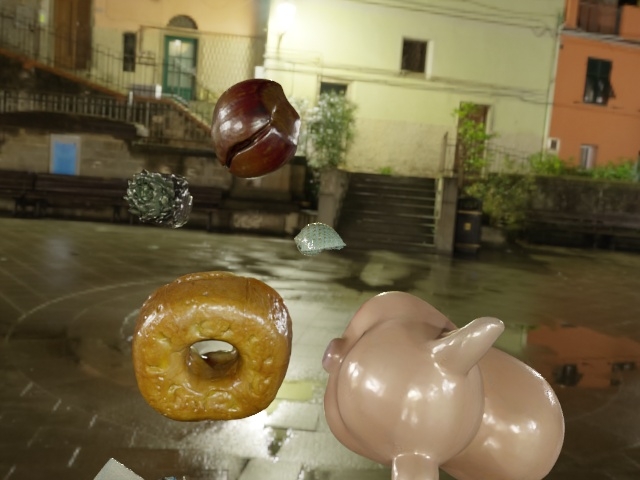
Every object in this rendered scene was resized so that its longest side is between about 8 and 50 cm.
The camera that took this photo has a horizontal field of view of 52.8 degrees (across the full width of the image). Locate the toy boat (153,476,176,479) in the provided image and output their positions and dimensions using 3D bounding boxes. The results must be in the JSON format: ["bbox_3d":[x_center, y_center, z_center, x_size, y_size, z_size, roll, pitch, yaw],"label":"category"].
[{"bbox_3d":[-0.191,0.319,0.734,0.066,0.140,0.059,22,33,-32],"label":"toy boat"}]

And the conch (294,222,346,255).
[{"bbox_3d":[-0.002,-0.004,1.123,0.085,0.056,0.076,-13,4,-6],"label":"conch"}]

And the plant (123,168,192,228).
[{"bbox_3d":[-0.390,-0.102,1.579,0.132,0.129,0.194,7,-8,7],"label":"plant"}]

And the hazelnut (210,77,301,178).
[{"bbox_3d":[-0.154,-0.259,1.530,0.218,0.234,0.218,-8,-25,-4],"label":"hazelnut"}]

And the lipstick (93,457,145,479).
[{"bbox_3d":[-0.259,0.524,1.168,0.371,0.076,0.080,22,-30,24],"label":"lipstick"}]

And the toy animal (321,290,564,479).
[{"bbox_3d":[0.154,0.202,0.801,0.326,0.237,0.269,24,-2,0],"label":"toy animal"}]

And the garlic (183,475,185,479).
[{"bbox_3d":[-0.371,0.720,1.789,0.084,0.152,0.066,-29,10,4],"label":"garlic"}]

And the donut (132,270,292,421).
[{"bbox_3d":[-0.146,0.147,0.881,0.226,0.226,0.114,4,22,-7],"label":"donut"}]
